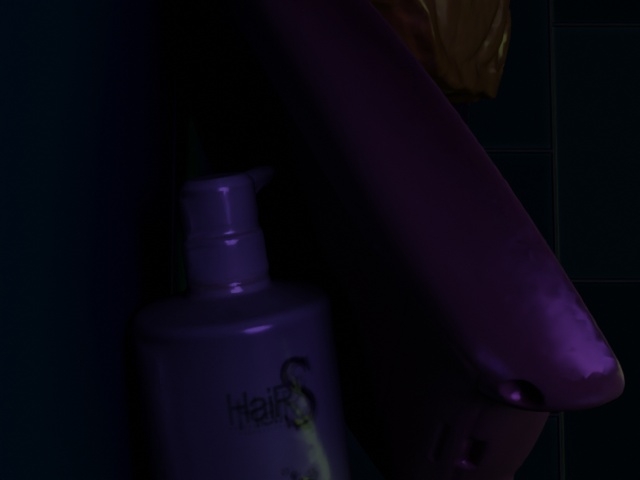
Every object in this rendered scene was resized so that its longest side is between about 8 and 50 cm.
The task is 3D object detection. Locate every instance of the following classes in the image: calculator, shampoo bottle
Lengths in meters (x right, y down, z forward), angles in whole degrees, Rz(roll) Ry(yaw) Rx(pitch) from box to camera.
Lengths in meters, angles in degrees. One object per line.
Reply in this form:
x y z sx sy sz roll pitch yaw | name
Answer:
-0.001 -0.022 0.455 0.329 0.048 0.220 58 -19 30 | calculator
-0.028 0.103 0.422 0.085 0.085 0.262 -89 172 -80 | shampoo bottle

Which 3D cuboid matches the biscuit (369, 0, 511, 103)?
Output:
0.060 -0.236 0.555 0.351 0.057 0.312 46 49 -59 | biscuit

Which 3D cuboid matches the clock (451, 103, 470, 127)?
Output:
0.048 -0.200 0.693 0.325 0.067 0.325 1 90 -69 | clock
